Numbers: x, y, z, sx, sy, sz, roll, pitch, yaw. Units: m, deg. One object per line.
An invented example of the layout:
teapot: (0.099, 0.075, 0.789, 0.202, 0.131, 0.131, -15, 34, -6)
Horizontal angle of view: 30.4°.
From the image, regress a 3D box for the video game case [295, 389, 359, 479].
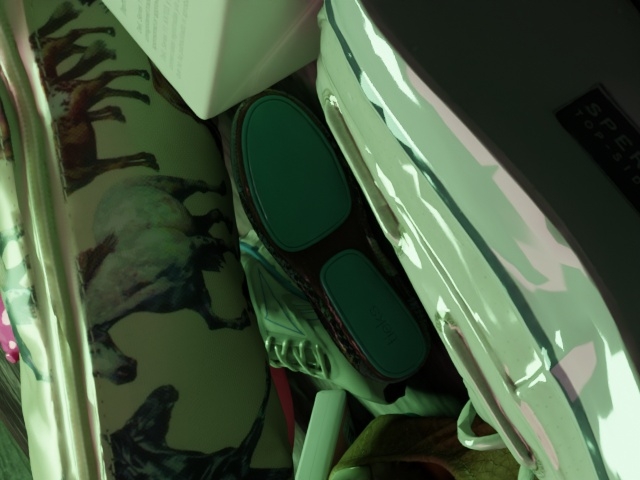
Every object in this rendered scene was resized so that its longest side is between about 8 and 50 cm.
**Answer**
video game case: (0.022, 0.282, 0.872, 0.025, 0.204, 0.285, -4, 126, 16)

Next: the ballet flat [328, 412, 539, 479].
ballet flat: (0.062, 0.169, 0.703, 0.116, 0.124, 0.342, 59, 157, -1)

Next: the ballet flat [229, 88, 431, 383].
ballet flat: (0.000, 0.000, 0.696, 0.188, 0.070, 0.070, 64, 156, -7)

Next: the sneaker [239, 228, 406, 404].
sneaker: (-0.023, 0.066, 0.792, 0.191, 0.083, 0.071, 31, 144, 43)

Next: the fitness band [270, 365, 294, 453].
fitness band: (-0.109, 0.177, 1.011, 0.209, 0.054, 0.290, 50, 132, 42)

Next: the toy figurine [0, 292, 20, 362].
toy figurine: (-0.174, 0.036, 0.895, 0.173, 0.159, 0.130, 65, 150, 30)

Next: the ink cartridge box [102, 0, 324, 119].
ink cartridge box: (-0.101, -0.251, 0.499, 0.353, 0.119, 0.207, 50, 156, 13)

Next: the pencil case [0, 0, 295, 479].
pencil case: (-0.117, 0.027, 0.678, 0.183, 0.160, 0.410, 10, -112, -82)

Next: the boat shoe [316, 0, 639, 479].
boat shoe: (0.105, 0.043, 0.453, 0.367, 0.136, 0.156, 54, 156, 13)
